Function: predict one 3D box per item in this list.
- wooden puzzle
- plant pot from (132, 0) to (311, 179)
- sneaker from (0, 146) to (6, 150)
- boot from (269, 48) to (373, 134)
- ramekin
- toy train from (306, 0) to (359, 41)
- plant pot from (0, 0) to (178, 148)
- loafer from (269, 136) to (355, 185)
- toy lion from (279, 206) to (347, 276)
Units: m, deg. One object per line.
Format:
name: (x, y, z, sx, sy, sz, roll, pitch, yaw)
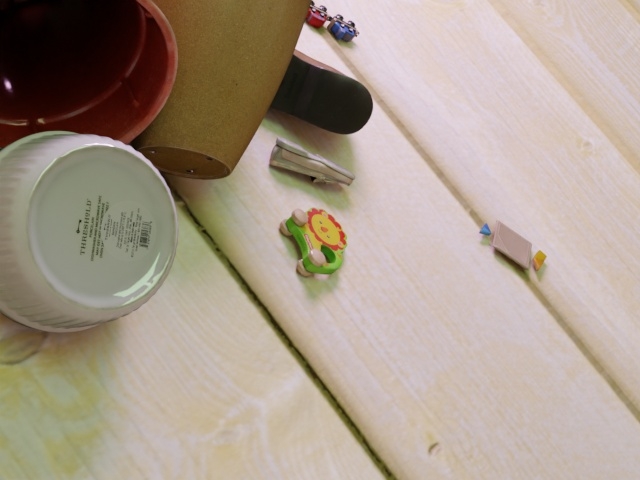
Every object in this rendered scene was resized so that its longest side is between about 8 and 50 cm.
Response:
wooden puzzle: (0.287, 0.009, 1.704, 0.116, 0.014, 0.078, 38, 35, -6)
plant pot: (-0.141, -0.211, 1.381, 0.237, 0.237, 0.254, 16, 74, -29)
sneaker: (-0.279, -0.061, 1.235, 0.232, 0.090, 0.081, -7, 60, -43)
boot: (-0.074, -0.241, 1.591, 0.305, 0.112, 0.115, 27, 10, -10)
ramekin: (-0.240, -0.011, 1.134, 0.207, 0.109, 0.207, 3, 85, -38)
toy train: (-0.007, -0.353, 1.777, 0.158, 0.027, 0.036, 24, 46, -21)
plant pot: (-0.326, -0.263, 1.266, 0.272, 0.272, 0.265, 6, 44, -36)
loafer: (-0.013, -0.099, 1.540, 0.125, 0.039, 0.045, 25, 9, -24)
toy lion: (0.000, 0.000, 1.462, 0.096, 0.034, 0.100, 7, 50, -45)
